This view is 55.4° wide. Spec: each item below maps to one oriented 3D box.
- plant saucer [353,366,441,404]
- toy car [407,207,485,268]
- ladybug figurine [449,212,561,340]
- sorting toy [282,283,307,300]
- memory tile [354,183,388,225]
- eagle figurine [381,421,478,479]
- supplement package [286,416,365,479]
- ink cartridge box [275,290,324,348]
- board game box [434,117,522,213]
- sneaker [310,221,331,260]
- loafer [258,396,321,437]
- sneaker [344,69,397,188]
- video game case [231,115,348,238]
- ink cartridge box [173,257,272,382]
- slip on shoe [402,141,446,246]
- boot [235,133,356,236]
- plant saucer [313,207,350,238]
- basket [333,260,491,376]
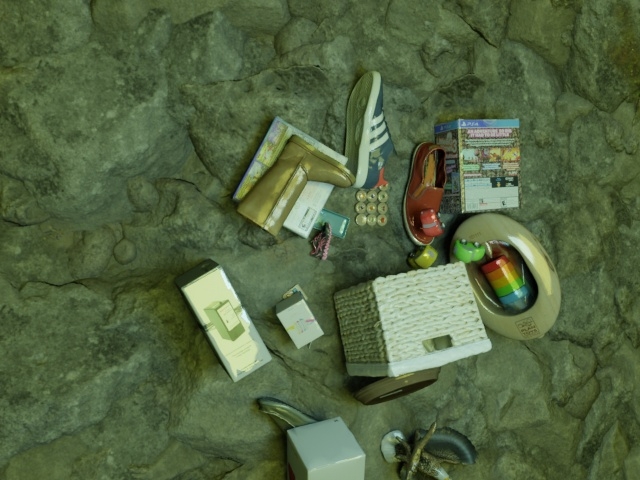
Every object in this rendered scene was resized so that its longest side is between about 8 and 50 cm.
[{"bbox_3d":[0.233,0.437,1.823,0.277,0.278,0.041,-9,66,-21],"label":"plant saucer"},{"bbox_3d":[0.392,0.023,1.869,0.224,0.053,0.239,13,131,5],"label":"toy car"},{"bbox_3d":[0.596,0.111,1.961,0.305,0.162,0.450,-26,93,26],"label":"ladybug figurine"},{"bbox_3d":[-0.067,0.180,1.825,0.062,0.012,0.083,-39,105,-16],"label":"sorting toy"},{"bbox_3d":[0.160,-0.119,1.900,0.113,0.012,0.148,1,93,-21],"label":"memory tile"},{"bbox_3d":[0.356,0.715,1.947,0.226,0.225,0.298,-30,142,21],"label":"eagle figurine"},{"bbox_3d":[0.010,0.690,1.749,0.175,0.177,0.293,-8,114,-20],"label":"supplement package"},{"bbox_3d":[-0.058,0.238,1.779,0.089,0.092,0.143,-30,104,-1],"label":"ink cartridge box"},{"bbox_3d":[0.507,-0.237,1.959,0.231,0.141,0.291,-4,94,-21],"label":"board game box"},{"bbox_3d":[0.000,0.000,1.820,0.057,0.047,0.120,10,104,-6],"label":"sneaker"},{"bbox_3d":[-0.083,0.539,1.793,0.251,0.094,0.088,32,77,-20],"label":"loafer"},{"bbox_3d":[0.165,-0.327,1.840,0.148,0.131,0.350,5,96,-28],"label":"sneaker"},{"bbox_3d":[-0.089,-0.179,1.762,0.244,0.061,0.270,29,82,-14],"label":"video game case"},{"bbox_3d":[-0.270,0.208,1.644,0.121,0.211,0.289,-30,102,-16],"label":"ink cartridge box"},{"bbox_3d":[0.335,-0.146,1.920,0.122,0.101,0.332,6,92,-23],"label":"slip on shoe"},{"bbox_3d":[-0.065,-0.126,1.696,0.236,0.089,0.270,32,80,0],"label":"boot"},{"bbox_3d":[-0.004,-0.067,1.836,0.191,0.018,0.067,20,85,-20],"label":"plant saucer"},{"bbox_3d":[0.249,0.235,1.774,0.328,0.331,0.267,-9,81,-21],"label":"basket"}]
